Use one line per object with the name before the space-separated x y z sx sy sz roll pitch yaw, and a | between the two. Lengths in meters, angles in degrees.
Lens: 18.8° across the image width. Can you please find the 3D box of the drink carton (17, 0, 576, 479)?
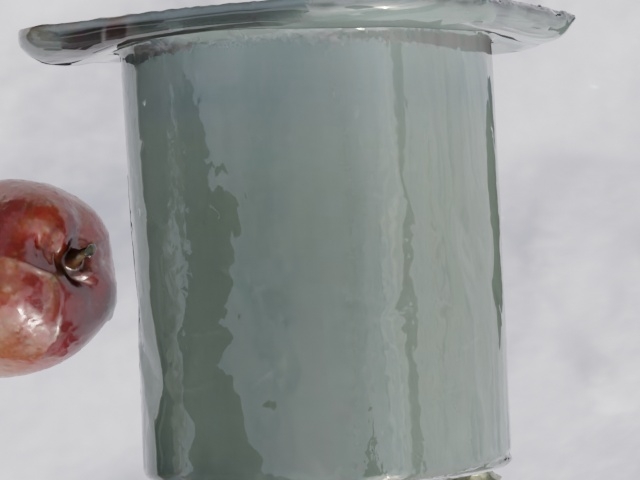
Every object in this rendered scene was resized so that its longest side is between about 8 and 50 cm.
drink carton | 0.000 0.000 0.768 0.191 0.185 0.190 -3 86 26

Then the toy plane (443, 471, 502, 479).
toy plane | 0.059 0.177 1.156 0.092 0.286 0.108 31 96 19

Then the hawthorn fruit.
hawthorn fruit | -0.228 0.026 1.492 0.194 0.157 0.157 -14 85 44
